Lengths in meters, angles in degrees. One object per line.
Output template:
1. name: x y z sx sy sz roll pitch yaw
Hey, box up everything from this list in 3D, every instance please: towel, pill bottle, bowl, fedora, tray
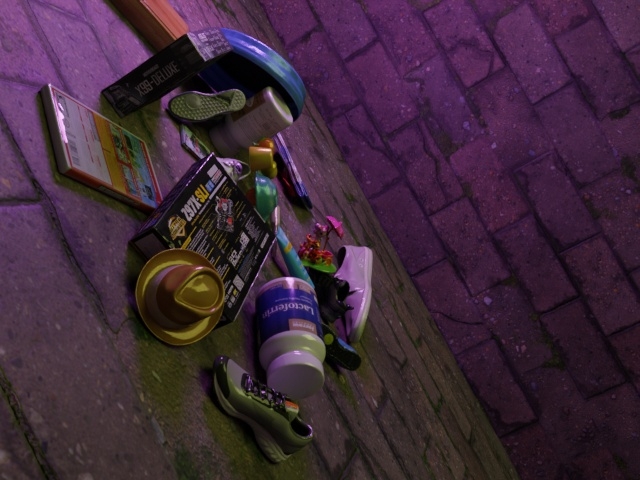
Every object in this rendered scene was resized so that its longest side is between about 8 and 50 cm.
1. towel: -0.104 -0.259 2.424 0.209 0.034 0.285 59 6 -79
2. pill bottle: -0.209 -0.343 1.957 0.131 0.229 0.131 54 17 -24
3. bowl: -0.220 -0.511 2.061 0.391 0.077 0.391 27 -14 7
4. fedora: -0.238 0.098 1.207 0.194 0.079 0.194 15 69 -43
5. tray: -0.530 -0.704 1.887 0.411 0.076 0.202 45 21 -42
6. pill bottle: -0.069 0.223 1.518 0.153 0.153 0.264 49 18 -37

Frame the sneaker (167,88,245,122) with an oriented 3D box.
1. sneaker: -0.346 -0.372 1.862 0.226 0.163 0.086 -13 99 -35

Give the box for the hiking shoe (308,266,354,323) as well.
1. hiking shoe: 0.039 0.147 2.082 0.086 0.114 0.226 40 25 -54

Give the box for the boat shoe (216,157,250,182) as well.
1. boat shoe: -0.253 -0.196 1.808 0.226 0.076 0.083 -50 126 -75

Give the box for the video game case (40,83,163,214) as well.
1. video game case: -0.428 -0.171 1.326 0.285 0.025 0.204 32 32 -60

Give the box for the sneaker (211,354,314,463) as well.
1. sneaker: -0.113 0.317 1.293 0.271 0.108 0.100 52 19 -23

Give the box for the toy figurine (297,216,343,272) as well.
1. toy figurine: 0.000 0.000 2.044 0.173 0.159 0.130 9 20 -38

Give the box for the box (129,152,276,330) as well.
1. box: -0.234 -0.004 1.415 0.257 0.079 0.322 52 31 -21

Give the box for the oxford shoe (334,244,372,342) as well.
1. oxford shoe: 0.101 0.173 2.247 0.130 0.169 0.449 14 37 -7

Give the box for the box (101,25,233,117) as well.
1. box: -0.355 -0.412 1.589 0.076 0.243 0.307 57 16 -15

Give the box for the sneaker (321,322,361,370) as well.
1. sneaker: 0.027 0.299 1.892 0.209 0.069 0.082 43 -12 -26

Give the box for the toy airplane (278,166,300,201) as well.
1. toy airplane: -0.117 -0.204 2.390 0.151 0.028 0.151 60 10 -17

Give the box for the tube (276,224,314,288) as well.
1. tube: -0.083 0.059 1.916 0.080 0.052 0.207 -97 163 -73

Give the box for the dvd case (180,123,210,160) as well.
1. dvd case: -0.337 -0.251 1.791 0.119 0.013 0.087 45 21 -43

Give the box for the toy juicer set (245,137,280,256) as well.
1. toy juicer set: -0.170 -0.141 1.918 0.209 0.090 0.328 -93 180 -61
